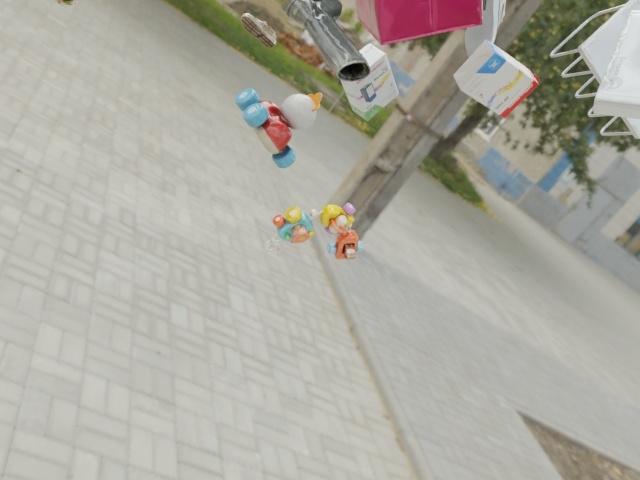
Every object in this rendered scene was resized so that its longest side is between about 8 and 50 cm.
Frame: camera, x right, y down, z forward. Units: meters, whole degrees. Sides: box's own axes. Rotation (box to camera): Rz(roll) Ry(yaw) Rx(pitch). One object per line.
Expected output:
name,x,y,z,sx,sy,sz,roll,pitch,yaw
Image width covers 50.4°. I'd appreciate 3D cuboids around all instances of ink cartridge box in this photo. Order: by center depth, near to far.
ink cartridge box,0.497,-0.431,1.868,0.231,0.134,0.078,22,36,-30
ink cartridge box,0.164,-0.538,2.315,0.093,0.154,0.212,44,-8,35

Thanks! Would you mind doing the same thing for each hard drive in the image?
hard drive,0.672,-0.284,1.132,0.353,0.233,0.047,15,-27,31

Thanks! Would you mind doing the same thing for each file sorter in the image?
file sorter,0.741,-0.422,1.702,0.277,0.193,0.173,50,-6,-16

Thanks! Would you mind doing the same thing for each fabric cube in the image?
fabric cube,0.219,-0.640,1.590,0.254,0.259,0.258,-111,-171,-56

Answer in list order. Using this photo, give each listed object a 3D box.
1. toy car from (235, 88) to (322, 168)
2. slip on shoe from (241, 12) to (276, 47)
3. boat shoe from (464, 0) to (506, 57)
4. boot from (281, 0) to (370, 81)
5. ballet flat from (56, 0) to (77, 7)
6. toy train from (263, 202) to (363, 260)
toy car,-0.099,-0.390,2.102,0.219,0.238,0.210,55,4,-40
slip on shoe,-0.164,-0.579,1.844,0.052,0.041,0.135,1,-21,39
boat shoe,0.480,-0.645,1.933,0.088,0.267,0.096,-10,19,-40
boot,0.036,-0.416,1.388,0.208,0.076,0.190,46,40,19
ballet flat,-0.345,-0.434,1.014,0.091,0.241,0.077,-33,94,-47
toy train,0.000,0.000,1.068,0.167,0.125,0.046,-2,45,-21
